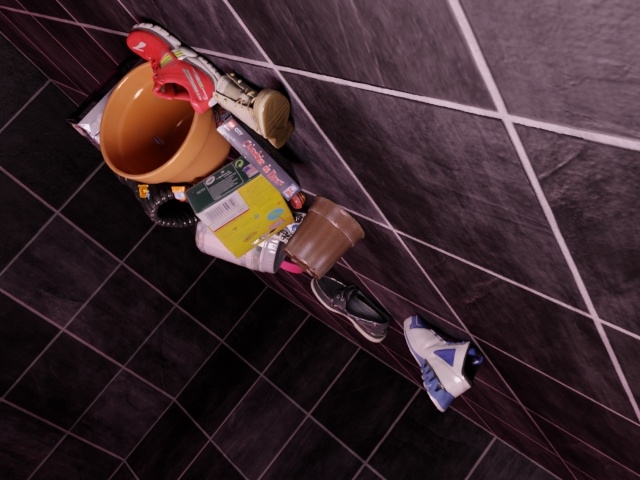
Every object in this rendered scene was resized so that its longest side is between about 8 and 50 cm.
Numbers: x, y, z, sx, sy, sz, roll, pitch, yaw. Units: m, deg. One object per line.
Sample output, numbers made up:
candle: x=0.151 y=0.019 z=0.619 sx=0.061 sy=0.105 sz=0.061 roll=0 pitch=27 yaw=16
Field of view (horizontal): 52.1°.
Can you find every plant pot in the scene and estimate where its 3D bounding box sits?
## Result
plant pot: x=0.000 y=0.000 z=1.686 sx=0.167 sy=0.165 sz=0.167 roll=38 pitch=170 yaw=8
plant pot: x=-0.350 y=-0.259 z=1.573 sx=0.291 sy=0.290 sz=0.203 roll=33 pitch=-176 yaw=31

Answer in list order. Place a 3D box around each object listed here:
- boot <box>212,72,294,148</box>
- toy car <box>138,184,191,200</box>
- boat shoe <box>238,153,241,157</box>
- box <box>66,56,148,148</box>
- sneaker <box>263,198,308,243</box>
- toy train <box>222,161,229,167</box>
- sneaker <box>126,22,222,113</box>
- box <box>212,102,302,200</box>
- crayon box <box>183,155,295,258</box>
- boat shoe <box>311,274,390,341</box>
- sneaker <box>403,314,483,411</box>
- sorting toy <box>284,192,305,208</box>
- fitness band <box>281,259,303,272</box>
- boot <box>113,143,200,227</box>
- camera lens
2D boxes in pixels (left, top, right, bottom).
boot: x=-0.138 y=-0.270 z=1.275 sx=0.165 sy=0.077 sz=0.213 roll=39 pitch=175 yaw=9
toy car: x=-0.373 y=-0.114 z=1.577 sx=0.122 sy=0.040 sz=0.060 roll=-2 pitch=-176 yaw=-9
boat shoe: x=-0.153 y=-0.197 z=1.715 sx=0.142 sy=0.040 sz=0.049 roll=37 pitch=169 yaw=9
box: x=-0.529 y=-0.357 z=1.756 sx=0.142 sy=0.247 sz=0.163 roll=46 pitch=168 yaw=-32
sneaker: x=-0.161 y=-0.068 z=1.883 sx=0.330 sy=0.129 sz=0.147 roll=19 pitch=-170 yaw=-8
toy train: x=-0.322 y=-0.255 z=2.082 sx=0.158 sy=0.027 sz=0.036 roll=36 pitch=180 yaw=13
sneaker: x=-0.328 y=-0.366 z=1.400 sx=0.279 sy=0.118 sz=0.107 roll=35 pitch=168 yaw=20
box: x=-0.143 y=-0.209 z=1.466 sx=0.233 sy=0.044 sz=0.159 roll=45 pitch=-167 yaw=-29
crayon box: x=-0.197 y=-0.083 z=1.679 sx=0.081 sy=0.202 sz=0.318 roll=56 pitch=176 yaw=24
boat shoe: x=0.115 y=0.223 z=2.376 sx=0.340 sy=0.127 sz=0.113 roll=44 pitch=141 yaw=15
sneaker: x=0.380 y=0.342 z=1.948 sx=0.127 sy=0.182 sz=0.315 roll=50 pitch=-166 yaw=-39
sorting toy: x=-0.076 y=-0.128 z=1.771 sx=0.102 sy=0.042 sz=0.061 roll=48 pitch=156 yaw=17
fitness band: x=-0.163 y=0.010 z=2.364 sx=0.291 sy=0.054 sz=0.209 roll=42 pitch=-164 yaw=21
boot: x=-0.362 y=-0.162 z=1.789 sx=0.260 sy=0.348 sz=0.131 roll=39 pitch=135 yaw=36
camera lens: x=-0.240 y=-0.033 z=2.057 sx=0.274 sy=0.219 sz=0.219 roll=19 pitch=166 yaw=8
